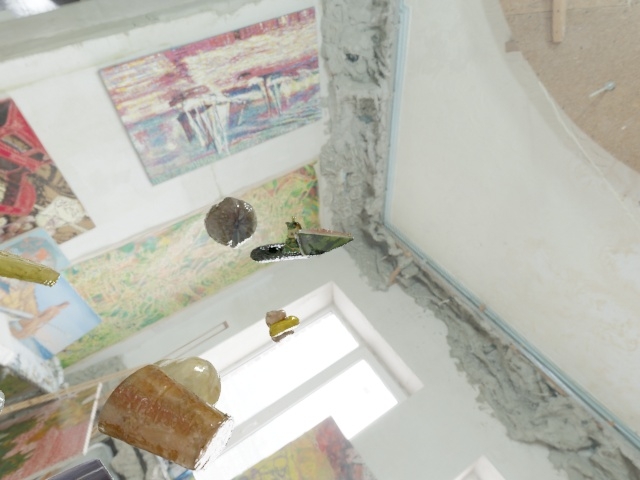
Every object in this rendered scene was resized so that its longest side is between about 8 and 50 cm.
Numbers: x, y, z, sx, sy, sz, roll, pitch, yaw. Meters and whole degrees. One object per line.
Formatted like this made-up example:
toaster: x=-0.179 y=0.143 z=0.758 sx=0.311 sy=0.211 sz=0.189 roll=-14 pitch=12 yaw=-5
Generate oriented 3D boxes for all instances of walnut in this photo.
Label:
walnut: x=-0.423 y=-0.087 z=1.908 sx=0.248 sy=0.248 sz=0.248 roll=51 pitch=-22 yaw=30

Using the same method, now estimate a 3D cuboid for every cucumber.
cucumber: x=-0.125 y=0.034 z=1.280 sx=0.067 sy=0.245 sz=0.067 roll=6 pitch=-82 yaw=50

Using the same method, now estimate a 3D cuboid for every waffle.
waffle: x=-0.878 y=0.052 z=1.084 sx=0.248 sy=0.055 sz=0.221 roll=15 pitch=-12 yaw=18

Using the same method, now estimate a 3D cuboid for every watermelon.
watermelon: x=0.000 y=-0.006 z=1.003 sx=0.245 sy=0.119 sz=0.063 roll=-176 pitch=-111 yaw=-74

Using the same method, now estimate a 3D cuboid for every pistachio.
pistachio: x=-0.476 y=0.499 z=1.306 sx=0.238 sy=0.321 sz=0.229 roll=39 pitch=-56 yaw=37

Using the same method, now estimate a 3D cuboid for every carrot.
carrot: x=-0.359 y=0.437 z=0.956 sx=0.254 sy=0.196 sz=0.196 roll=25 pitch=-32 yaw=16

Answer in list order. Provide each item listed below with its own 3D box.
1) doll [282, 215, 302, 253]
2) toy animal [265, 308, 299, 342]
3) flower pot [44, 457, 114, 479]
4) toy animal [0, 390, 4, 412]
doll: x=-0.069 y=-0.012 z=1.219 sx=0.078 sy=0.077 sz=0.113 roll=4 pitch=-98 yaw=56
toy animal: x=-0.109 y=0.222 z=1.101 sx=0.082 sy=0.091 sz=0.114 roll=50 pitch=-17 yaw=28
flower pot: x=-0.598 y=0.664 z=0.943 sx=0.265 sy=0.243 sz=0.265 roll=24 pitch=-51 yaw=32
toy animal: x=-1.066 y=0.483 z=1.212 sx=0.127 sy=0.182 sz=0.131 roll=-28 pitch=-120 yaw=32
